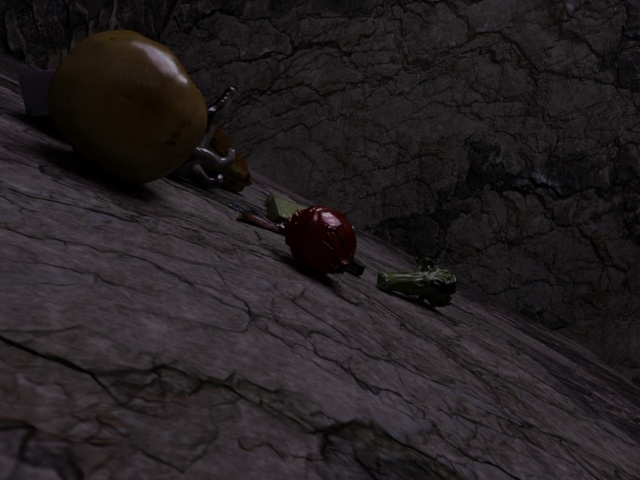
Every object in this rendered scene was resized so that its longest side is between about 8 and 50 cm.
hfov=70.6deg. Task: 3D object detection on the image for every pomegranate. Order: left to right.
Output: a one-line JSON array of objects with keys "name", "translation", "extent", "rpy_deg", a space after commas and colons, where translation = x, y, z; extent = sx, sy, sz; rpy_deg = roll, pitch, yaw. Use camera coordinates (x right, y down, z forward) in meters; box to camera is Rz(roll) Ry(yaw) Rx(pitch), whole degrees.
[{"name": "pomegranate", "translation": [-0.423, -0.281, 0.997], "extent": [0.332, 0.333, 0.332], "rpy_deg": [27, 7, -4]}]

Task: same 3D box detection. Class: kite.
[{"name": "kite", "translation": [-0.189, -0.061, 1.443], "extent": [0.233, 0.016, 0.321], "rpy_deg": [28, 8, -7]}]

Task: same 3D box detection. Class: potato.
[{"name": "potato", "translation": [-0.115, -0.080, 1.635], "extent": [0.149, 0.081, 0.120], "rpy_deg": [16, 37, -28]}]

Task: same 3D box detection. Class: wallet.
[{"name": "wallet", "translation": [0.020, 0.015, 1.523], "extent": [0.190, 0.046, 0.379], "rpy_deg": [28, 5, -16]}]

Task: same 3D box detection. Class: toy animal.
[{"name": "toy animal", "translation": [-0.434, -0.362, 1.444], "extent": [0.302, 0.345, 0.194], "rpy_deg": [5, -16, -31]}]

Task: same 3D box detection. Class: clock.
[{"name": "clock", "translation": [-0.619, -0.390, 1.242], "extent": [0.338, 0.102, 0.338], "rpy_deg": [-4, 11, 1]}]

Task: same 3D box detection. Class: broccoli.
[{"name": "broccoli", "translation": [0.294, 0.137, 1.442], "extent": [0.304, 0.146, 0.165], "rpy_deg": [8, 28, -37]}]

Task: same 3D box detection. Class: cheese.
[{"name": "cheese", "translation": [-0.194, -0.172, 1.946], "extent": [0.248, 0.071, 0.163], "rpy_deg": [32, 7, 27]}]

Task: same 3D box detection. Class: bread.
[{"name": "bread", "translation": [-0.450, -0.357, 1.769], "extent": [0.314, 0.191, 0.370], "rpy_deg": [59, 9, 26]}]

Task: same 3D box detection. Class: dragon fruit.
[{"name": "dragon fruit", "translation": [0.000, 0.000, 1.114], "extent": [0.209, 0.172, 0.172], "rpy_deg": [41, 12, 21]}]

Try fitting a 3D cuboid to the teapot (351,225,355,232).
[{"name": "teapot", "translation": [0.066, -0.036, 1.804], "extent": [0.077, 0.107, 0.200], "rpy_deg": [34, 2, -39]}]
